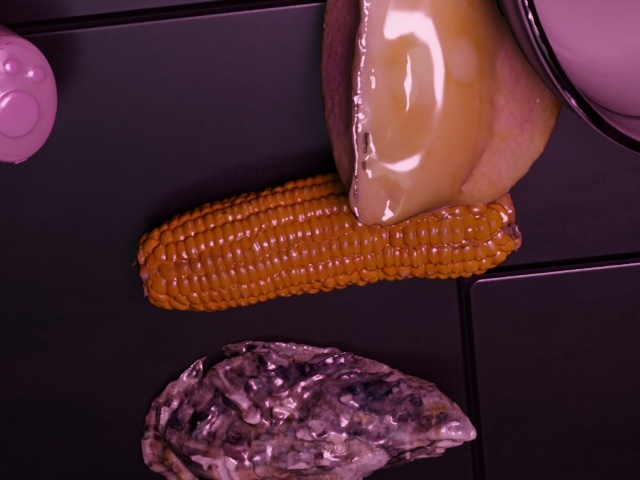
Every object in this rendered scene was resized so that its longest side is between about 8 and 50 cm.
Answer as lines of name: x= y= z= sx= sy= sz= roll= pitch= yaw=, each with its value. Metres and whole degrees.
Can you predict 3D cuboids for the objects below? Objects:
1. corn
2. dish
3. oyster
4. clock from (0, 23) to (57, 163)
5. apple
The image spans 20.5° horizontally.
corn: x=0.000 y=-0.005 z=1.402 sx=0.312 sy=0.102 sz=0.102 roll=-8 pitch=112 yaw=4
dish: x=0.211 y=-0.207 z=1.273 sx=0.106 sy=0.316 sz=0.316 roll=-9 pitch=121 yaw=50
oyster: x=-0.018 y=0.167 z=1.494 sx=0.252 sy=0.087 sz=0.199 roll=27 pitch=110 yaw=2
clock: x=-0.362 y=-0.175 z=1.266 sx=0.295 sy=0.113 sz=0.322 roll=-22 pitch=115 yaw=-23
apple: x=0.093 y=-0.147 z=1.329 sx=0.193 sy=0.120 sz=0.265 roll=-1 pitch=96 yaw=-26
